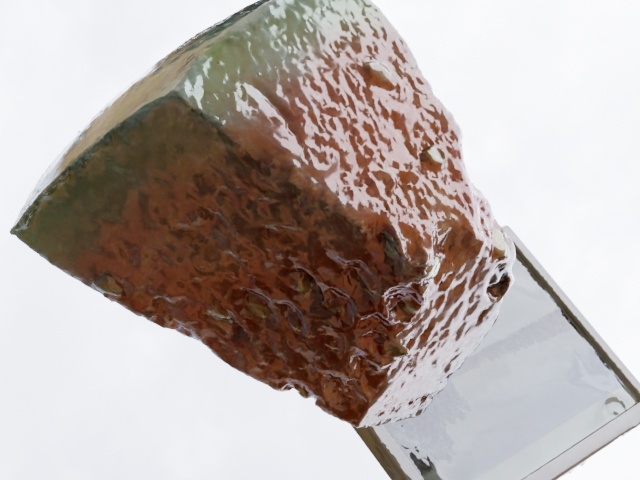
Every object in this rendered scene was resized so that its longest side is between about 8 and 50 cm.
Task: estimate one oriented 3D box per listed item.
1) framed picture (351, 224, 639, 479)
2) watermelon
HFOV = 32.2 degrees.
[{"bbox_3d":[0.128,0.100,0.883,0.213,0.289,0.016,53,-46,20],"label":"framed picture"},{"bbox_3d":[0.000,0.000,0.591,0.193,0.140,0.257,-38,-75,20],"label":"watermelon"}]
